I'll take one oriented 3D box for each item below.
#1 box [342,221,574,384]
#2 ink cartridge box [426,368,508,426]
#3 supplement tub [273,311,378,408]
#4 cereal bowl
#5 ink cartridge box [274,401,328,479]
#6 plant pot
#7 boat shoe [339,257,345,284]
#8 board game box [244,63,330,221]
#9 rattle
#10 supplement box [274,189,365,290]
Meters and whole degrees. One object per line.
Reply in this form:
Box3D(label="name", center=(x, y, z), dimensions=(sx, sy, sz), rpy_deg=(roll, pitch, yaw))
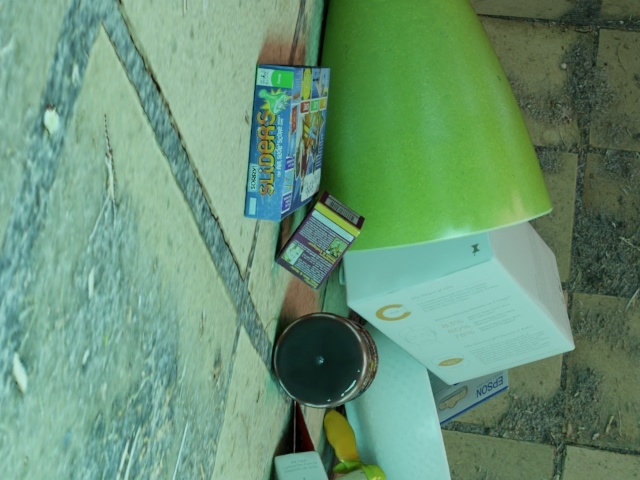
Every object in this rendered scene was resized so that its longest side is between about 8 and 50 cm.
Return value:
Box3D(label="box", center=(0.201, 0.056, 1.626), dimensions=(0.345, 0.215, 0.168), rpy_deg=(41, 37, -51))
Box3D(label="ink cartridge box", center=(0.261, 0.195, 2.060), dimensions=(0.303, 0.072, 0.307), rpy_deg=(-40, -141, 46))
Box3D(label="supplement tub", center=(0.012, 0.136, 1.285), dimensions=(0.198, 0.106, 0.106), rpy_deg=(34, 63, -81))
Box3D(label="cereal bowl", center=(0.117, 0.286, 1.848), dimensions=(0.339, 0.141, 0.339), rpy_deg=(-11, 90, -88))
Box3D(label="ink cartridge box", center=(-0.030, 0.360, 1.359), dimensions=(0.239, 0.060, 0.275), rpy_deg=(-116, -157, -55))
Box3D(label="plant pot", center=(0.104, -0.156, 1.284), dimensions=(0.275, 0.274, 0.294), rpy_deg=(-39, 119, -78))
Box3D(label="boat shoe", center=(0.081, 0.004, 1.763), dimensions=(0.219, 0.070, 0.078), rpy_deg=(-72, 166, -53))
Box3D(label="board game box", center=(-0.028, -0.099, 1.069), dimensions=(0.201, 0.035, 0.136), rpy_deg=(-40, 136, -78))
Box3D(label="rattle", center=(0.010, 0.384, 1.731), dimensions=(0.130, 0.142, 0.200), rpy_deg=(-33, 155, -37))
Box3D(label="supplement box", center=(0.000, 0.000, 1.155), dimensions=(0.083, 0.055, 0.043), rpy_deg=(-53, -175, 23))
